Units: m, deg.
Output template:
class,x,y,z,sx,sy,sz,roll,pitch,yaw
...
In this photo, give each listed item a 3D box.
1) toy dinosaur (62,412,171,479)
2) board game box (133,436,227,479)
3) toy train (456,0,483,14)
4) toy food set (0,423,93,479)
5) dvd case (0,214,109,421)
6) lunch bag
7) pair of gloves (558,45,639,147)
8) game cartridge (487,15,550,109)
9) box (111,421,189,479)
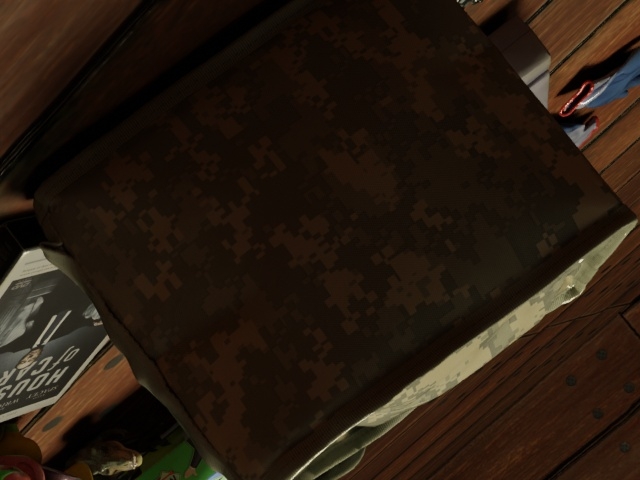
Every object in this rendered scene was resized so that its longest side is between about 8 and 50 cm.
class,x,y,z,sx,sy,sz,roll,pitch,yaw
toy dinosaur,-0.205,0.224,1.484,0.118,0.064,0.268,-19,160,-36
board game box,-0.114,0.269,1.523,0.213,0.046,0.317,-38,158,3
toy train,0.057,-0.129,1.110,0.158,0.027,0.036,-48,159,30
toy food set,-0.249,0.175,1.179,0.128,0.071,0.218,-3,-178,12
dvd case,-0.195,0.057,1.072,0.179,0.029,0.238,-17,153,-52
lunch bag,0.000,0.000,0.956,0.287,0.235,0.169,-34,167,-17
pair of gloves,0.260,-0.129,1.578,0.159,0.023,0.198,-23,160,-48
game cartridge,0.091,-0.049,1.364,0.230,0.068,0.355,-33,165,-2
box,-0.114,0.258,1.721,0.169,0.087,0.290,-40,165,6
